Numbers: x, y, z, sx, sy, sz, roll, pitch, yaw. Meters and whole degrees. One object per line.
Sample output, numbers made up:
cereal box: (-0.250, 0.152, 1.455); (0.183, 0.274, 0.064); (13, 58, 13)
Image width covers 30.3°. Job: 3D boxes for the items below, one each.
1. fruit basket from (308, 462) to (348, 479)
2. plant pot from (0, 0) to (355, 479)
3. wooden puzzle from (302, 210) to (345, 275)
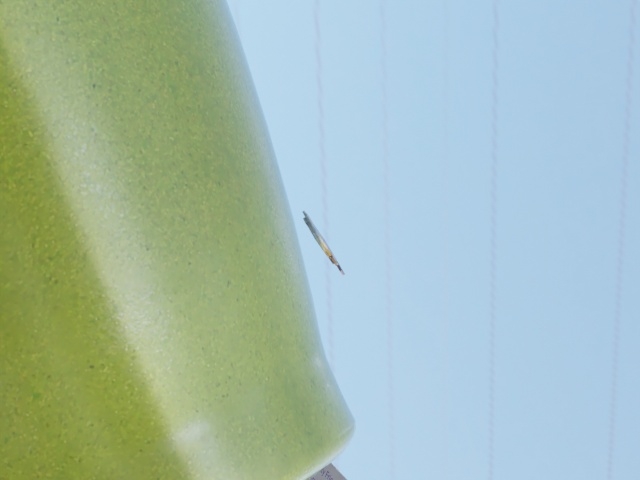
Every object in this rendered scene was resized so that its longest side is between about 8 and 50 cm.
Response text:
fruit basket: (-0.016, 0.410, 1.056); (0.327, 0.165, 0.353); (38, -67, 60)
plant pot: (-0.165, 0.002, 0.589); (0.366, 0.366, 0.353); (-34, -97, 53)
wooden puzzle: (0.000, 0.000, 1.199); (0.049, 0.006, 0.083); (55, 3, -38)
